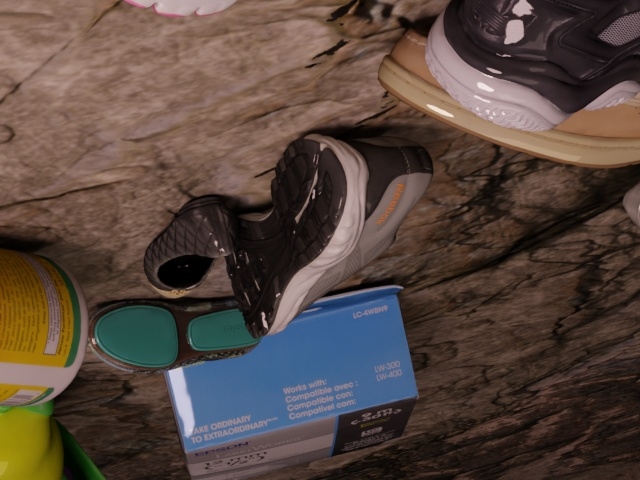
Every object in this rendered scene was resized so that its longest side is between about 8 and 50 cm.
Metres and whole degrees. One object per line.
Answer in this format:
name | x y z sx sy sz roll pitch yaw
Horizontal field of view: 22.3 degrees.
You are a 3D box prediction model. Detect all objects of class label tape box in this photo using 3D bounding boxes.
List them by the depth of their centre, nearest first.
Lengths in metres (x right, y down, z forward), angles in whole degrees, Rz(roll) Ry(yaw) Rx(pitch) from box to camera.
label tape box | -0.033 0.159 1.706 0.249 0.115 0.348 -13 165 -6

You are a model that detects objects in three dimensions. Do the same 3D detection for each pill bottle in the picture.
pill bottle | -0.272 0.057 1.155 0.117 0.118 0.208 -23 162 27

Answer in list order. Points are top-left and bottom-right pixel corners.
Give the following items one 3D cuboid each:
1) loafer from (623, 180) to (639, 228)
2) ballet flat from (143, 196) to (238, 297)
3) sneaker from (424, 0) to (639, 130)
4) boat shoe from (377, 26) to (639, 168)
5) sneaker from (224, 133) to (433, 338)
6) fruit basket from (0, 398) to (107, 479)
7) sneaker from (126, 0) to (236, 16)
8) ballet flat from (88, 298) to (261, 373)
loafer | 0.380 -0.037 1.462 0.111 0.112 0.319 22 -166 33
ballet flat | -0.105 0.016 1.282 0.057 0.049 0.173 -8 162 -18
sneaker | 0.180 -0.157 0.858 0.268 0.101 0.153 -25 153 -39
boat shoe | 0.203 -0.112 1.036 0.341 0.110 0.122 5 -159 -18
sneaker | 0.000 0.000 1.242 0.108 0.100 0.271 -12 164 -28
fruit basket | -0.364 0.234 1.552 0.392 0.283 0.392 -17 124 -27
sneaker | -0.005 -0.169 0.693 0.252 0.103 0.111 -13 164 -35
ballet flat | -0.140 0.087 1.472 0.188 0.070 0.070 3 156 -37
